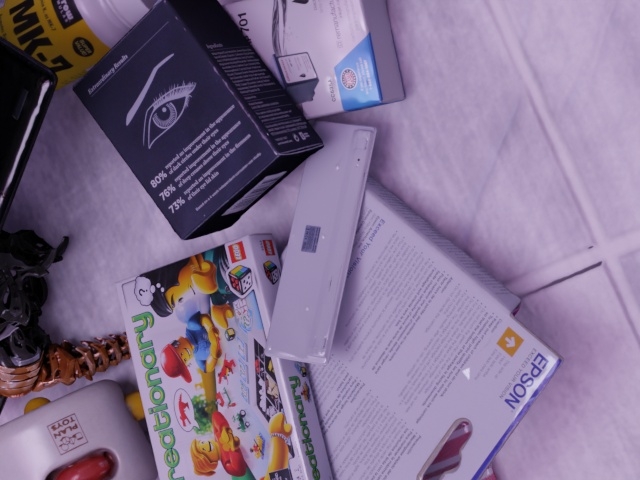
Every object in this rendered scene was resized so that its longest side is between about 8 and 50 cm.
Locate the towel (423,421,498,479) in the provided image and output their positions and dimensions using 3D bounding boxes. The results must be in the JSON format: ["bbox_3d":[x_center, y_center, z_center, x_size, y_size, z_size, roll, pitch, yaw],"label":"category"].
[{"bbox_3d":[0.123,0.261,1.753,0.144,0.029,0.197,-25,91,24],"label":"towel"}]

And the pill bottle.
[{"bbox_3d":[-0.273,-0.244,1.781,0.209,0.119,0.119,-25,88,23],"label":"pill bottle"}]

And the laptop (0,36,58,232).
[{"bbox_3d":[-0.415,-0.093,1.756,0.408,0.236,0.382,33,110,27],"label":"laptop"}]

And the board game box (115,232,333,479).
[{"bbox_3d":[-0.103,0.164,1.736,0.193,0.053,0.305,-20,80,31],"label":"board game box"}]

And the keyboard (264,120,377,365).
[{"bbox_3d":[0.000,0.000,1.674,0.072,0.014,0.256,7,78,28],"label":"keyboard"}]

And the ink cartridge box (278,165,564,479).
[{"bbox_3d":[0.060,0.145,1.703,0.330,0.071,0.324,42,111,24],"label":"ink cartridge box"}]

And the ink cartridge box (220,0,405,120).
[{"bbox_3d":[-0.022,-0.196,1.708,0.191,0.082,0.139,-10,95,22],"label":"ink cartridge box"}]

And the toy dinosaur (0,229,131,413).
[{"bbox_3d":[-0.362,0.104,1.866,0.322,0.164,0.218,-3,102,-21],"label":"toy dinosaur"}]

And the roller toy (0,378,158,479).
[{"bbox_3d":[-0.292,0.244,1.826,0.209,0.191,0.146,-27,87,24],"label":"roller toy"}]

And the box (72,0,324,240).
[{"bbox_3d":[-0.126,-0.129,1.659,0.153,0.108,0.207,-39,81,26],"label":"box"}]
